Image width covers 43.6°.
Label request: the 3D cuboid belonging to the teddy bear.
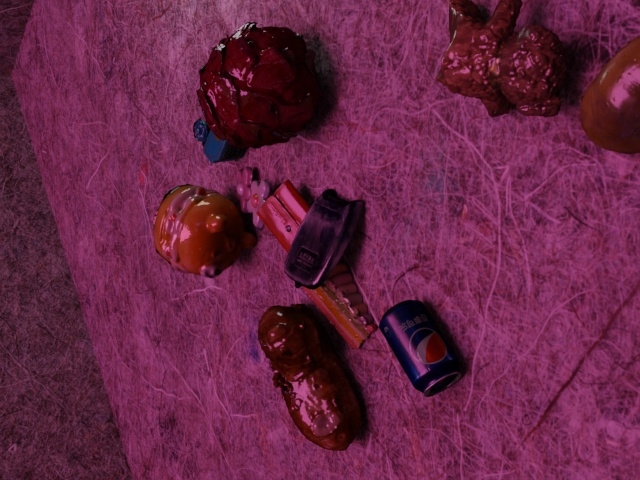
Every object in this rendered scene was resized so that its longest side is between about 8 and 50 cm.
[{"bbox_3d":[0.341,-0.354,1.516,0.296,0.223,0.246,-72,-12,-65],"label":"teddy bear"}]

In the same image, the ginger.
[{"bbox_3d":[-0.038,0.341,2.043,0.176,0.254,0.418,-26,71,17],"label":"ginger"}]

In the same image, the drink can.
[{"bbox_3d":[0.221,0.238,1.777,0.205,0.118,0.118,60,137,26],"label":"drink can"}]

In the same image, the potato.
[{"bbox_3d":[0.530,-0.241,1.272,0.169,0.143,0.248,37,129,-4],"label":"potato"}]

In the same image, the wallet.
[{"bbox_3d":[-0.070,-0.042,2.124,0.142,0.045,0.204,-46,74,30],"label":"wallet"}]

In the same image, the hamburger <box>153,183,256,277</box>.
[{"bbox_3d":[-0.334,-0.018,2.364,0.237,0.276,0.276,19,112,33],"label":"hamburger"}]

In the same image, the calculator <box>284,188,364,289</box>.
[{"bbox_3d":[0.000,0.000,2.005,0.177,0.040,0.268,24,89,49],"label":"calculator"}]

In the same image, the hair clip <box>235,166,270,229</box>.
[{"bbox_3d":[-0.189,-0.128,2.306,0.257,0.075,0.146,36,128,50],"label":"hair clip"}]

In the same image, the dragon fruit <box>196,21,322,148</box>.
[{"bbox_3d":[-0.158,-0.384,2.023,0.329,0.329,0.329,12,105,52],"label":"dragon fruit"}]

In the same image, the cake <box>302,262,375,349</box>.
[{"bbox_3d":[0.062,0.158,2.040,0.225,0.090,0.109,51,133,10],"label":"cake"}]

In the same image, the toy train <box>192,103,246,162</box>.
[{"bbox_3d":[-0.284,-0.330,2.360,0.163,0.112,0.203,53,136,26],"label":"toy train"}]
